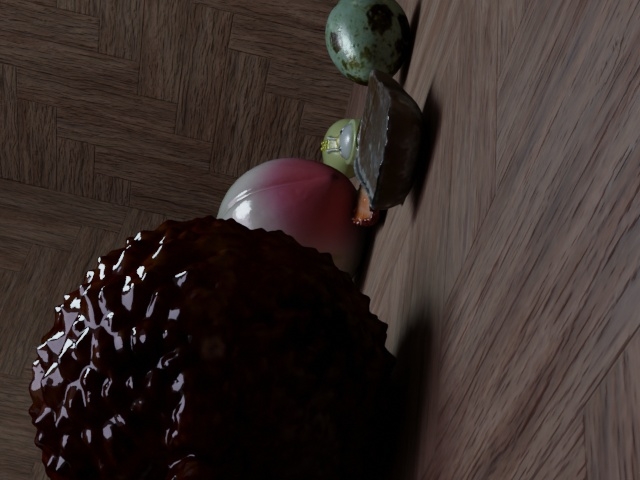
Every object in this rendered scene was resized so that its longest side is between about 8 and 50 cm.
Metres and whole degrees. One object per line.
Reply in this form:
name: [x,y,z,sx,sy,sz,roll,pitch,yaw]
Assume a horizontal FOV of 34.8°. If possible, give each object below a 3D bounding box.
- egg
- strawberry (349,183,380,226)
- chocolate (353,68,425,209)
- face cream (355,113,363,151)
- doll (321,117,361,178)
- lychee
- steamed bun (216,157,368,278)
egg: [0.094,-0.395,2.010,0.169,0.169,0.231,106,167,-46]
strawberry: [0.092,-0.066,1.811,0.152,0.048,0.103,-105,33,-65]
chocolate: [0.109,-0.146,1.478,0.254,0.080,0.156,-101,22,-68]
face cream: [0.107,-0.190,1.807,0.285,0.067,0.139,-92,22,-78]
doll: [0.062,-0.214,2.300,0.296,0.117,0.141,133,147,-85]
lychee: [-0.118,0.182,1.145,0.500,0.425,0.424,-71,-5,-78]
steamed bun: [-0.040,-0.035,1.940,0.309,0.310,0.309,-167,90,-87]
